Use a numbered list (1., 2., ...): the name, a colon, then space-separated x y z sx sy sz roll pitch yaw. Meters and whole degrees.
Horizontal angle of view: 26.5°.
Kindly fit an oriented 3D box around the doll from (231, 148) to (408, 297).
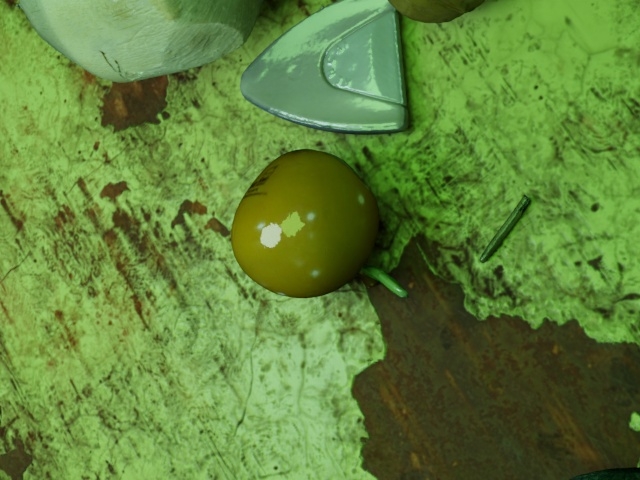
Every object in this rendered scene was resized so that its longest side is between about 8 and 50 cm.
1. doll: 0.000 0.000 1.826 0.236 0.213 0.213 42 107 -15

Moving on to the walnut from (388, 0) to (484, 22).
1. walnut: 0.150 -0.399 1.789 0.193 0.193 0.226 -34 74 20

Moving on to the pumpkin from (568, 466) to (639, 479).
1. pumpkin: 0.338 0.411 1.589 0.263 0.197 0.293 5 84 30

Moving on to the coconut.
1. coconut: -0.233 -0.409 1.899 0.360 0.346 0.346 -11 79 26

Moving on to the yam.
1. yam: 0.243 -0.014 1.787 0.014 0.014 0.107 40 102 25

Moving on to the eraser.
1. eraser: 0.004 -0.235 1.910 0.243 0.059 0.204 -8 81 23
